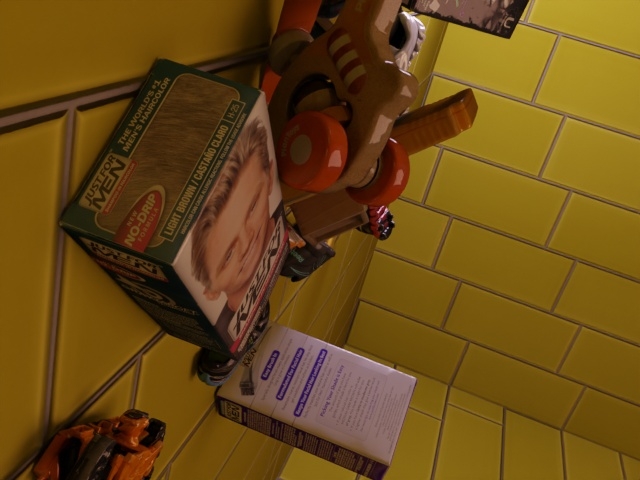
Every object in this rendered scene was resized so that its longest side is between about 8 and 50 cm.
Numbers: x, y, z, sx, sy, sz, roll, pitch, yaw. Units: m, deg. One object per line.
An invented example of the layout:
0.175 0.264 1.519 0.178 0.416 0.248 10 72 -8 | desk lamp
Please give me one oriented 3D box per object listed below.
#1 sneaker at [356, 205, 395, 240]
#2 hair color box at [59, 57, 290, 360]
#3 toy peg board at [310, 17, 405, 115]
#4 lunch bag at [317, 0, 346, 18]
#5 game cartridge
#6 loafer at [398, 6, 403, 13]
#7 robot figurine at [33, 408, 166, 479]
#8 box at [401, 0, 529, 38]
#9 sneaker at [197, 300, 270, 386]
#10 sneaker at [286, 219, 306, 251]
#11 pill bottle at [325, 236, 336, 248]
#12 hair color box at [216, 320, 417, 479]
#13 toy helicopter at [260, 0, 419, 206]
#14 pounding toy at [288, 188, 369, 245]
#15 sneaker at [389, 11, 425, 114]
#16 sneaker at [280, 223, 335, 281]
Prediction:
0.135 -0.128 1.903 0.097 0.135 0.276 -45 133 -41 | sneaker
-0.119 -0.003 0.662 0.347 0.105 0.174 85 26 -68 | hair color box
0.035 -0.240 0.942 0.079 0.161 0.160 -44 167 9 | toy peg board
0.077 -0.434 0.810 0.221 0.138 0.293 -59 171 -34 | lunch bag
0.076 -0.145 0.969 0.053 0.323 0.285 65 21 -9 | game cartridge
0.118 -0.442 1.172 0.076 0.078 0.223 -57 163 -57 | loafer
-0.248 0.299 0.617 0.211 0.085 0.291 61 50 -78 | robot figurine
0.220 -0.454 1.067 0.270 0.165 0.143 -3 127 -39 | box
-0.132 0.145 1.012 0.188 0.067 0.078 -59 172 -38 | sneaker
-0.081 -0.002 1.011 0.083 0.084 0.215 -41 178 4 | sneaker
0.000 0.000 1.474 0.065 0.065 0.116 -7 116 -80 | pill bottle
-0.007 0.300 1.215 0.110 0.338 0.185 101 13 -52 | hair color box
0.030 -0.226 0.713 0.140 0.235 0.355 8 113 -45 | toy helicopter
0.004 -0.058 1.086 0.141 0.130 0.100 45 23 -79 | pounding toy
0.170 -0.404 1.525 0.118 0.110 0.292 -6 107 -71 | sneaker
-0.041 0.024 1.287 0.106 0.101 0.267 -48 172 2 | sneaker
